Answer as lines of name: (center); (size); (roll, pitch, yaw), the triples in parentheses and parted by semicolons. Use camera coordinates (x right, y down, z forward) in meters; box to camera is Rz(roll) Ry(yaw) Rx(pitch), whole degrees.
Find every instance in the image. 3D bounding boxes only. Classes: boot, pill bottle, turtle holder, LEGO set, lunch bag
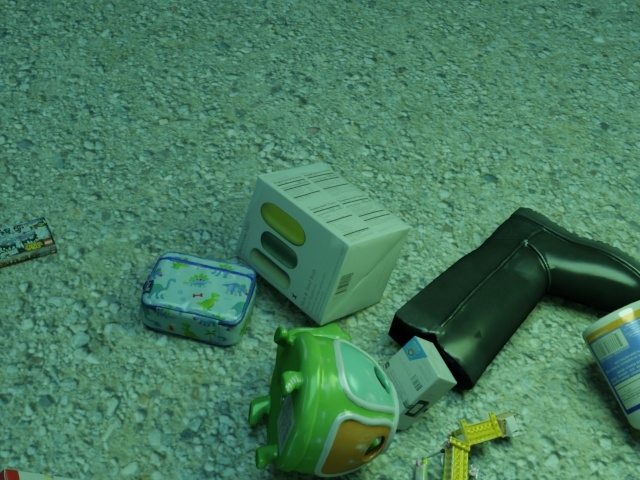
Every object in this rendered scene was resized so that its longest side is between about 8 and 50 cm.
boot: (0.407, 0.142, 1.953); (0.367, 0.146, 0.445); (29, 46, 32)
pill bottle: (0.619, 0.259, 1.820); (0.152, 0.152, 0.272); (-19, 71, -22)
turtle holder: (0.004, 0.287, 1.748); (0.227, 0.243, 0.320); (12, 3, -14)
LEGO set: (0.250, 0.395, 1.750); (0.132, 0.107, 0.287); (46, 44, -9)
lunch bag: (-0.244, 0.111, 1.971); (0.219, 0.090, 0.176); (13, 43, 6)

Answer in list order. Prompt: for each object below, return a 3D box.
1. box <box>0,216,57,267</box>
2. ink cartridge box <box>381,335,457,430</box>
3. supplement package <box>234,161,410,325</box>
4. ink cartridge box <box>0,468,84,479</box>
box: (-0.643, 0.005, 2.081); (0.137, 0.027, 0.094); (-17, 50, -21)
ink cartridge box: (0.154, 0.278, 1.817); (0.060, 0.180, 0.104); (24, 28, -44)
supplement package: (0.000, 0.000, 1.989); (0.263, 0.199, 0.198); (38, 35, 29)
ink cartridge box: (-0.463, 0.431, 1.520); (0.231, 0.134, 0.078); (24, 30, -43)
